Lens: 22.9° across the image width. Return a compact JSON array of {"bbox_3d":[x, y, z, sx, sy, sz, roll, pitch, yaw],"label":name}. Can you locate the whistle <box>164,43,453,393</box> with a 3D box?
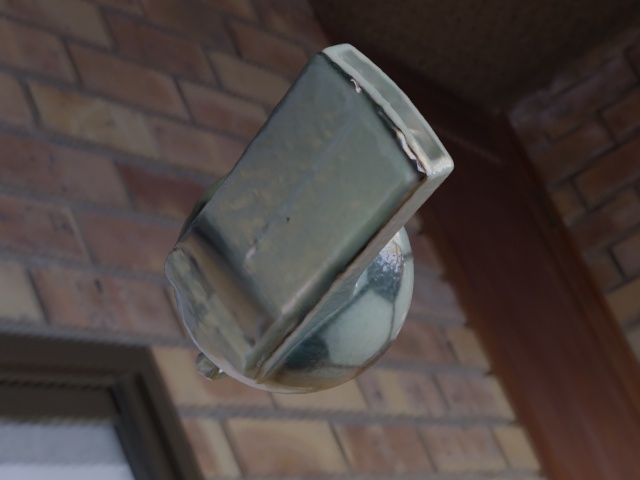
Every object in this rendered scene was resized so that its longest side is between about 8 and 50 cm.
[{"bbox_3d":[0.000,0.000,0.963,0.163,0.163,0.289,-5,146,-43],"label":"whistle"}]
